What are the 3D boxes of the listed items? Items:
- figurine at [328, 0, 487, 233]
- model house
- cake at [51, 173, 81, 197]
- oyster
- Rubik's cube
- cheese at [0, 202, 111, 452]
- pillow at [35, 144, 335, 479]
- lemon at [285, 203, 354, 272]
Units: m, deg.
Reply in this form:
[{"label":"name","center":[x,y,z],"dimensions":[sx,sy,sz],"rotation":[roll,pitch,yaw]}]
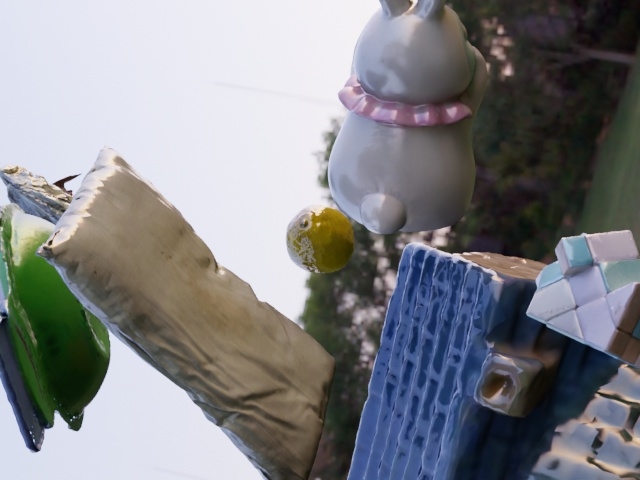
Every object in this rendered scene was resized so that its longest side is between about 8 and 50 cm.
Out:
[{"label":"figurine","center":[0.080,-0.134,0.934],"dimensions":[0.155,0.127,0.235],"rotation":[-24,-56,-56]},{"label":"model house","center":[0.243,0.234,1.042],"dimensions":[0.400,0.446,0.395],"rotation":[12,-85,-71]},{"label":"cake","center":[-0.382,0.010,1.478],"dimensions":[0.287,0.098,0.135],"rotation":[-42,-5,-26]},{"label":"oyster","center":[-0.318,-0.011,1.352],"dimensions":[0.064,0.125,0.177],"rotation":[-54,-46,-53]},{"label":"Rubik's cube","center":[0.170,0.028,0.678],"dimensions":[0.073,0.084,0.075],"rotation":[-63,-25,4]},{"label":"cheese","center":[-0.230,0.073,0.917],"dimensions":[0.320,0.083,0.203],"rotation":[-114,8,-76]},{"label":"pillow","center":[-0.076,0.049,0.703],"dimensions":[0.229,0.050,0.148],"rotation":[46,-161,-21]},{"label":"lemon","center":[0.000,0.000,1.051],"dimensions":[0.092,0.065,0.065],"rotation":[57,-135,-64]}]
